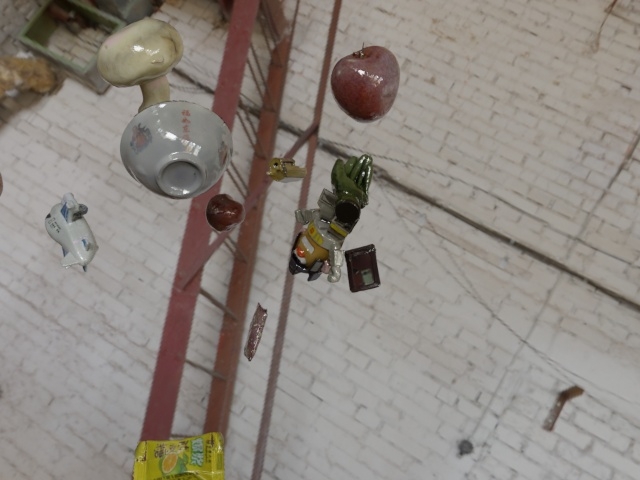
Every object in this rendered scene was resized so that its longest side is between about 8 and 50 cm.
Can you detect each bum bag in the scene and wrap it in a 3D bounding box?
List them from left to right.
[{"bbox_3d":[0.138,0.092,1.931,0.109,0.159,0.026,-13,-29,13],"label":"bum bag"}]

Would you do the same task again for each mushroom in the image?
[{"bbox_3d":[-0.662,-0.649,2.132,0.315,0.315,0.356,35,-45,-10],"label":"mushroom"}]

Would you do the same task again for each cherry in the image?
[{"bbox_3d":[0.161,-0.545,2.077,0.221,0.261,0.307,38,-32,36],"label":"cherry"}]

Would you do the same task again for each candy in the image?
[{"bbox_3d":[-0.450,0.712,1.871,0.297,0.187,0.081,-8,-35,0],"label":"candy"}]

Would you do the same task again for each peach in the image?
[{"bbox_3d":[-0.376,-0.109,2.284,0.152,0.152,0.152,31,-11,7],"label":"peach"}]

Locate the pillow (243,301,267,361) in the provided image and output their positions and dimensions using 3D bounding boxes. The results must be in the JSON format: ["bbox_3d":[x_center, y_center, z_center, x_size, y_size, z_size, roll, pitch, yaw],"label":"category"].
[{"bbox_3d":[-0.212,0.301,1.938,0.043,0.185,0.118,17,-4,-19],"label":"pillow"}]

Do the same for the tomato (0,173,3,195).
[{"bbox_3d":[-1.089,-0.164,1.856,0.139,0.200,0.233,43,12,-34],"label":"tomato"}]

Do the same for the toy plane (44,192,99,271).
[{"bbox_3d":[-0.775,-0.019,1.829,0.122,0.267,0.267,-12,19,-36],"label":"toy plane"}]

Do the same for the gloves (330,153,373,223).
[{"bbox_3d":[0.084,-0.150,1.645,0.135,0.268,0.107,35,-47,-17],"label":"gloves"}]

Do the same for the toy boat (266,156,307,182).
[{"bbox_3d":[-0.118,-0.258,2.132,0.226,0.068,0.088,-14,80,-62],"label":"toy boat"}]

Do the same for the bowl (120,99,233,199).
[{"bbox_3d":[-0.426,-0.233,1.779,0.345,0.345,0.157,42,19,-41],"label":"bowl"}]

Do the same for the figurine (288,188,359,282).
[{"bbox_3d":[0.003,0.003,1.856,0.143,0.308,0.308,13,-4,-22],"label":"figurine"}]
